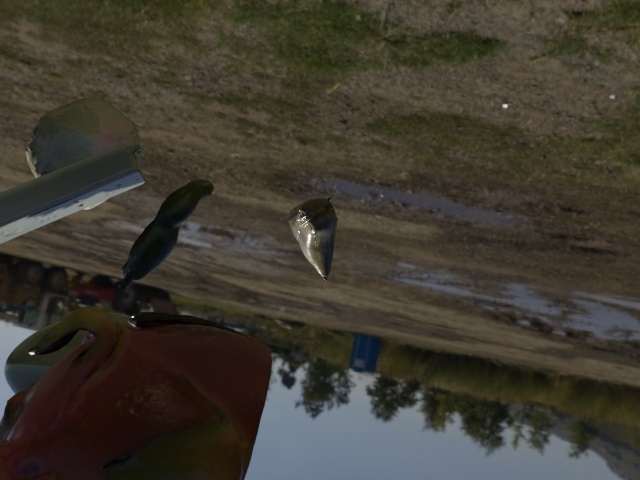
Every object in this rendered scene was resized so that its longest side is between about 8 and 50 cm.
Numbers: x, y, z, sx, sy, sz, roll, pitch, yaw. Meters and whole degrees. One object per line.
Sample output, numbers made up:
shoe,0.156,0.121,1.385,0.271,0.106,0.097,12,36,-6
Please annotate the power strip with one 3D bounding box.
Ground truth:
power strip,-0.444,-0.069,1.017,0.338,0.058,0.098,-25,177,-11

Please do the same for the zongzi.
zongzi,0.000,0.000,1.441,0.099,0.197,0.194,-20,179,-12

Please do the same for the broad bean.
broad bean,-0.242,-0.013,0.952,0.048,0.213,0.070,38,173,20

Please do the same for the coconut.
coconut,-0.507,-0.185,1.321,0.227,0.227,0.230,10,-150,15

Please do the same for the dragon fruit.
dragon fruit,-0.196,0.196,0.579,0.226,0.305,0.305,22,168,-9

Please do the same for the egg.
egg,-0.433,0.245,1.165,0.296,0.218,0.218,2,173,-17
